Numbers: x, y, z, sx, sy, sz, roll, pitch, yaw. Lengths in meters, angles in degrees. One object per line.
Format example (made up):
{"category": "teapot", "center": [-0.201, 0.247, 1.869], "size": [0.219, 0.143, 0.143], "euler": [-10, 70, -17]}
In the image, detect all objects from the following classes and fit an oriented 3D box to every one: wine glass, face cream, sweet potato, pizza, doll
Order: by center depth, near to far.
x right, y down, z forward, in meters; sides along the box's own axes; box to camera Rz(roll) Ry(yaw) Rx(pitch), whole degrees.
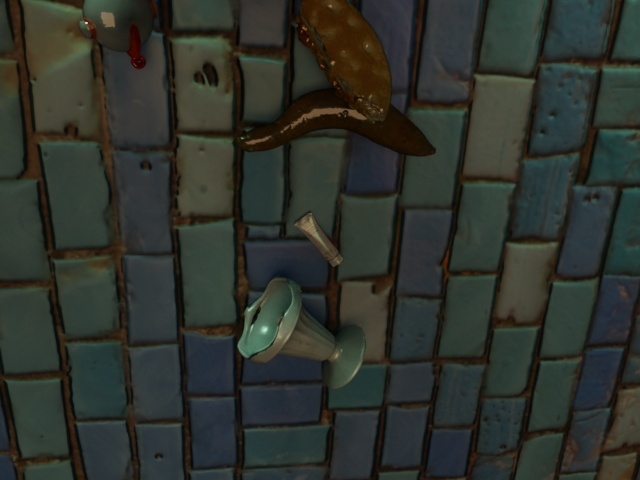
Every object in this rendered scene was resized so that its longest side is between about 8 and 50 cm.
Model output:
{"category": "doll", "center": [-0.306, -0.367, 0.866], "size": [0.142, 0.076, 0.244], "euler": [-33, 119, -29]}
{"category": "pizza", "center": [0.037, -0.294, 0.937], "size": [0.127, 0.058, 0.246], "euler": [-42, 92, -28]}
{"category": "sweet potato", "center": [0.033, -0.195, 0.987], "size": [0.347, 0.079, 0.108], "euler": [-1, 93, -13]}
{"category": "wine glass", "center": [-0.031, 0.176, 1.098], "size": [0.197, 0.165, 0.165], "euler": [33, 103, -26]}
{"category": "face cream", "center": [0.000, 0.000, 1.099], "size": [0.038, 0.020, 0.115], "euler": [-37, 111, 7]}
